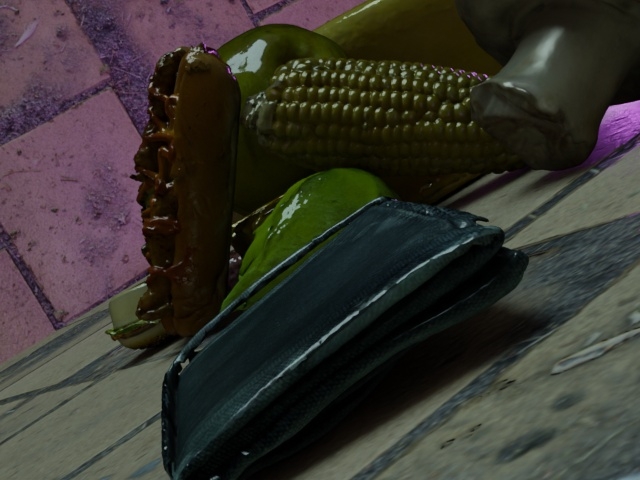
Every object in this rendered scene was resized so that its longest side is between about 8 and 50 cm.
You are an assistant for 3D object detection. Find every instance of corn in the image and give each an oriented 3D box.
[{"bbox_3d":[0.081,-0.132,1.321,0.346,0.130,0.130,4,13,10],"label":"corn"}]

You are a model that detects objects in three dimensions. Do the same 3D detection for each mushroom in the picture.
[{"bbox_3d":[0.265,-0.205,1.159,0.297,0.297,0.290,-19,49,62],"label":"mushroom"}]

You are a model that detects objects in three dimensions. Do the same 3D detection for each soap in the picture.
[{"bbox_3d":[0.124,-0.230,1.784,0.427,0.306,0.115,-21,39,25],"label":"soap"},{"bbox_3d":[0.049,-0.055,1.476,0.324,0.096,0.204,-31,5,-14],"label":"soap"}]

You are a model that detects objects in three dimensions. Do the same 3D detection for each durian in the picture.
[{"bbox_3d":[0.000,0.000,1.257,0.250,0.101,0.139,-33,-27,-45],"label":"durian"}]

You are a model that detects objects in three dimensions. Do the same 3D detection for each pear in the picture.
[{"bbox_3d":[-0.060,-0.157,1.665,0.253,0.253,0.307,-31,-16,-19],"label":"pear"}]

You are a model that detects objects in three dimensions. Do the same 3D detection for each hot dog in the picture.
[{"bbox_3d":[-0.163,-0.059,1.418,0.117,0.349,0.158,3,14,-12],"label":"hot dog"}]

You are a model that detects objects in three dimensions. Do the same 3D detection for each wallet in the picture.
[{"bbox_3d":[-0.003,0.064,0.818,0.237,0.075,0.342,-36,8,-4],"label":"wallet"}]

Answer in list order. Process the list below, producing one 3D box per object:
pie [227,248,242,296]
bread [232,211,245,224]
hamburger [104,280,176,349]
[{"bbox_3d":[-0.085,0.024,1.693,0.204,0.054,0.218,-30,3,-2],"label":"pie"},{"bbox_3d":[-0.067,-0.084,2.163,0.244,0.134,0.244,-30,2,1],"label":"bread"},{"bbox_3d":[-0.213,0.094,1.565,0.126,0.082,0.141,-26,-6,20],"label":"hamburger"}]
